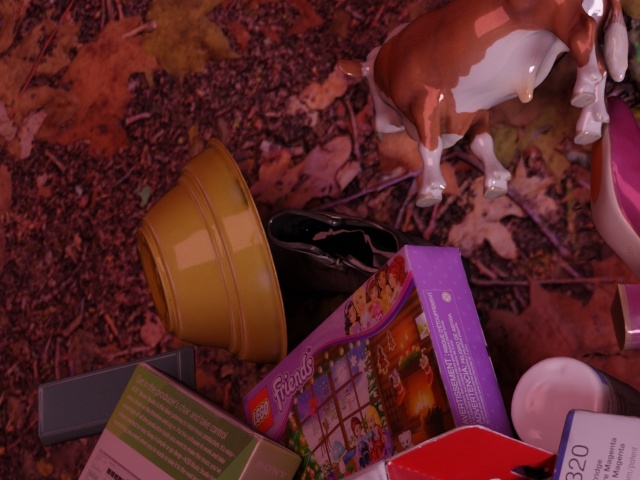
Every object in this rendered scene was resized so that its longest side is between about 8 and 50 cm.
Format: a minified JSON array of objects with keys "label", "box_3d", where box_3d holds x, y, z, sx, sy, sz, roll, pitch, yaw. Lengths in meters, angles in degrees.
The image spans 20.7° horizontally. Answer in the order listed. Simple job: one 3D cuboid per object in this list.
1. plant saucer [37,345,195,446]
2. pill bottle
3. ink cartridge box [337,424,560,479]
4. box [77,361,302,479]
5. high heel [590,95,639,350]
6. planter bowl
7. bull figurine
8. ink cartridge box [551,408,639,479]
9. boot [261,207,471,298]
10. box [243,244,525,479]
[{"label":"plant saucer","box_3d":[-0.204,0.153,1.718,0.192,0.018,0.067,-15,68,29]},{"label":"pill bottle","box_3d":[0.212,0.141,1.368,0.078,0.137,0.078,-12,68,31]},{"label":"ink cartridge box","box_3d":[0.086,0.267,1.306,0.272,0.309,0.130,-29,61,24]},{"label":"box","box_3d":[-0.163,0.288,1.552,0.232,0.058,0.322,24,87,55]},{"label":"high heel","box_3d":[0.288,-0.017,1.425,0.117,0.082,0.244,-1,53,-3]},{"label":"planter bowl","box_3d":[-0.108,0.024,1.565,0.090,0.217,0.217,-17,59,-14]},{"label":"bull figurine","box_3d":[0.136,-0.141,1.488,0.310,0.101,0.188,-37,58,43]},{"label":"ink cartridge box","box_3d":[0.290,0.289,1.158,0.330,0.071,0.324,5,72,35]},{"label":"boot","box_3d":[0.000,0.000,1.539,0.246,0.161,0.083,9,80,35]},{"label":"box","box_3d":[0.042,0.160,1.450,0.293,0.057,0.201,-46,50,47]}]
